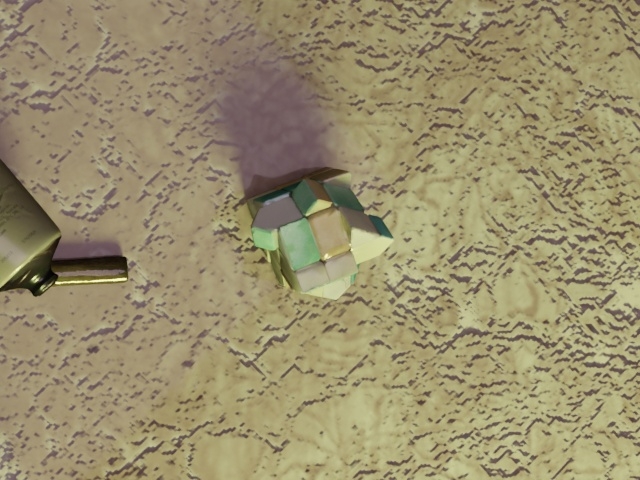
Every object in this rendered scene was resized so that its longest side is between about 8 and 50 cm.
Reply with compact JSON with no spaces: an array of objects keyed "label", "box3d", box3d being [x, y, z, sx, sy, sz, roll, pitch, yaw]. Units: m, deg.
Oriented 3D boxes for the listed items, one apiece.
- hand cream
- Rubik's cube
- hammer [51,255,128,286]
[{"label":"hand cream","box3d":[-0.217,-0.042,0.744,0.186,0.054,0.087,49,49,-8]},{"label":"Rubik's cube","box3d":[0.001,-0.003,0.819,0.075,0.073,0.084,-40,103,-12]},{"label":"hammer","box3d":[-0.205,0.020,0.781,0.182,0.017,0.062,-4,96,-20]}]
